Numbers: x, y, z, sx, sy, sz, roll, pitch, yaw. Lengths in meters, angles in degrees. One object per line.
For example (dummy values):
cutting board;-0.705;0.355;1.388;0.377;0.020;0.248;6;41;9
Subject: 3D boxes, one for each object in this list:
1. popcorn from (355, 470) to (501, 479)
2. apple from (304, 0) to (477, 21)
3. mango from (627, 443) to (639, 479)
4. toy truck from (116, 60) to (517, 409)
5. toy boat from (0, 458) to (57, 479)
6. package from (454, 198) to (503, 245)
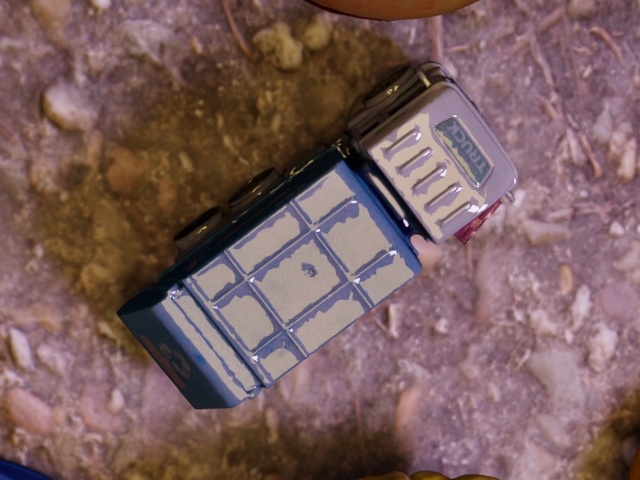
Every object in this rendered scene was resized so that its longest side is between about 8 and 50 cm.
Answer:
popcorn;0.035;0.334;1.319;0.316;0.281;0.297;-13;143;-36
apple;0.074;-0.335;1.163;0.338;0.305;0.339;-2;102;-12
mango;0.407;0.204;1.398;0.295;0.177;0.120;-52;135;-6
toy truck;0.000;0.000;1.268;0.367;0.175;0.146;-38;102;2
toy boat;-0.234;0.303;1.333;0.129;0.088;0.295;-44;94;-1
package;0.125;-0.042;1.367;0.083;0.029;0.059;42;95;-15
